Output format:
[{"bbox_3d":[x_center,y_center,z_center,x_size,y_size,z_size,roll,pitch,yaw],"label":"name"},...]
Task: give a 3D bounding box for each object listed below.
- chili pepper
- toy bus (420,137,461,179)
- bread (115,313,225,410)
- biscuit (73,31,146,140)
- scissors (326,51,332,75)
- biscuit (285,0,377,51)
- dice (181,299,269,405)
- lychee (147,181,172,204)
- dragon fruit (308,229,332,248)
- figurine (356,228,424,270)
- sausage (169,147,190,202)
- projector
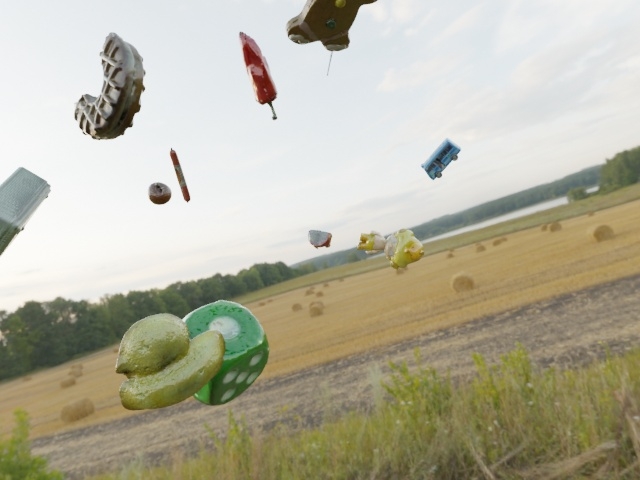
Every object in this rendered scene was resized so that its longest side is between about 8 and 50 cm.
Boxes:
[{"bbox_3d":[-0.269,-0.722,1.909,0.110,0.388,0.110,-17,25,8],"label":"chili pepper"},{"bbox_3d":[0.249,-0.168,0.894,0.083,0.046,0.038,-50,7,26],"label":"toy bus"},{"bbox_3d":[-0.229,0.188,0.698,0.187,0.149,0.065,-13,8,-40],"label":"bread"},{"bbox_3d":[-0.725,-0.504,1.499,0.115,0.268,0.366,4,-53,-52],"label":"biscuit"},{"bbox_3d":[0.047,-0.773,1.784,0.015,0.189,0.100,9,3,-16],"label":"scissors"},{"bbox_3d":[0.064,-0.749,1.309,0.283,0.064,0.432,-4,-23,-32],"label":"biscuit"},{"bbox_3d":[-0.393,0.438,1.703,0.287,0.297,0.300,-23,-40,-41],"label":"dice"},{"bbox_3d":[-0.706,-0.209,1.915,0.140,0.114,0.101,-33,-21,33],"label":"lychee"},{"bbox_3d":[0.000,0.000,1.423,0.083,0.060,0.056,9,-14,22],"label":"dragon fruit"},{"bbox_3d":[0.259,0.024,1.580,0.246,0.156,0.131,14,8,2],"label":"figurine"},{"bbox_3d":[-0.577,-0.264,1.784,0.034,0.253,0.034,-5,33,3],"label":"sausage"},{"bbox_3d":[-0.796,-0.050,1.085,0.192,0.099,0.257,-44,30,14],"label":"projector"}]
